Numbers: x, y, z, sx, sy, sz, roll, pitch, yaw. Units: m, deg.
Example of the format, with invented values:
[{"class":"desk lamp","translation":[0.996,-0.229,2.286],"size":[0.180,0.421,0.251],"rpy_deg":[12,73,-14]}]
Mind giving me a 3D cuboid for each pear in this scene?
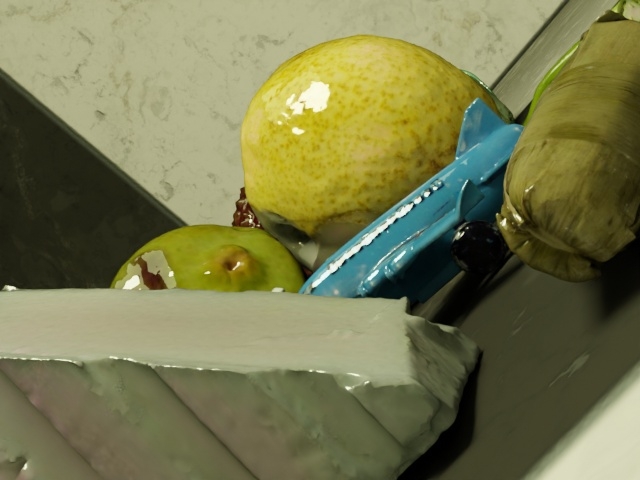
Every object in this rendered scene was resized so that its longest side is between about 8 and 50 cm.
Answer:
[{"class":"pear","translation":[0.056,-0.084,1.162],"size":[0.271,0.271,0.271],"rpy_deg":[-50,1,1]}]

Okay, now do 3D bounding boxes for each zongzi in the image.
[{"class":"zongzi","translation":[0.120,-0.011,0.595],"size":[0.160,0.078,0.176],"rpy_deg":[-51,-9,-40]}]

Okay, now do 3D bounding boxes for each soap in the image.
[{"class":"soap","translation":[-0.086,0.066,0.685],"size":[0.258,0.302,0.159],"rpy_deg":[-50,-7,24]}]

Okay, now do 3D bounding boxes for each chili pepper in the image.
[{"class":"chili pepper","translation":[0.262,-0.170,1.170],"size":[0.052,0.050,0.202],"rpy_deg":[-4,-32,-35]}]

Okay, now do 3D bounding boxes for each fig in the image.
[{"class":"fig","translation":[-0.102,0.123,1.114],"size":[0.239,0.239,0.271],"rpy_deg":[-51,-16,-51]}]

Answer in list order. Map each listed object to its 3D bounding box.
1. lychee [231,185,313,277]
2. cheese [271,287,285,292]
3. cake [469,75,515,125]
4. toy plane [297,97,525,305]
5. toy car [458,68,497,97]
[{"class":"lychee","translation":[0.000,0.000,1.605],"size":[0.271,0.271,0.271],"rpy_deg":[-50,1,1]},{"class":"cheese","translation":[-0.057,0.137,0.922],"size":[0.137,0.064,0.227],"rpy_deg":[90,-169,-53]},{"class":"cake","translation":[0.164,-0.106,1.603],"size":[0.235,0.100,0.099],"rpy_deg":[-50,1,18]},{"class":"toy plane","translation":[0.077,0.006,0.901],"size":[0.271,0.105,0.254],"rpy_deg":[-51,0,5]},{"class":"toy car","translation":[0.156,-0.116,1.738],"size":[0.306,0.136,0.125],"rpy_deg":[-49,-20,16]}]
